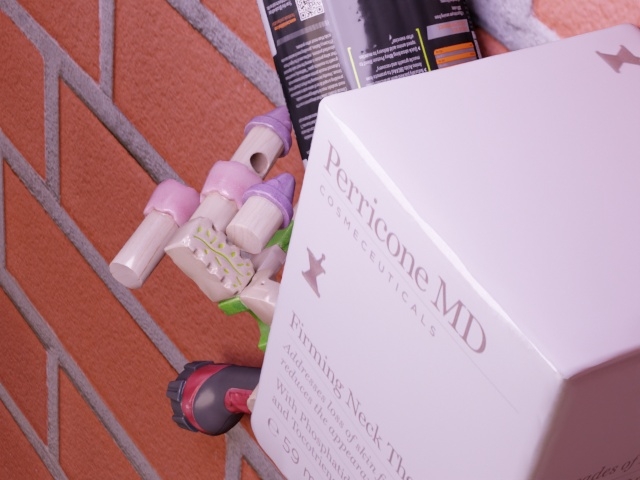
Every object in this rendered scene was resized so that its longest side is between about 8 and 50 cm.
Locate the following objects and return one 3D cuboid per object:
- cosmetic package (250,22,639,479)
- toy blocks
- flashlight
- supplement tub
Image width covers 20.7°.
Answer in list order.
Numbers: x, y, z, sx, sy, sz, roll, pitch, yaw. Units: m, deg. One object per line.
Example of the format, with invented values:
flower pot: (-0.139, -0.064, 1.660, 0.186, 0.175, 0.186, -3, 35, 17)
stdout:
cosmetic package: (0.180, 0.092, 1.438, 0.329, 0.327, 0.393, 52, 144, 35)
toy blocks: (0.000, 0.000, 1.859, 0.288, 0.260, 0.309, 47, 145, -17)
flashlight: (-0.091, 0.209, 2.235, 0.103, 0.103, 0.304, 53, 157, -20)
supplement tub: (0.060, -0.149, 1.664, 0.193, 0.194, 0.316, -14, 91, 62)
